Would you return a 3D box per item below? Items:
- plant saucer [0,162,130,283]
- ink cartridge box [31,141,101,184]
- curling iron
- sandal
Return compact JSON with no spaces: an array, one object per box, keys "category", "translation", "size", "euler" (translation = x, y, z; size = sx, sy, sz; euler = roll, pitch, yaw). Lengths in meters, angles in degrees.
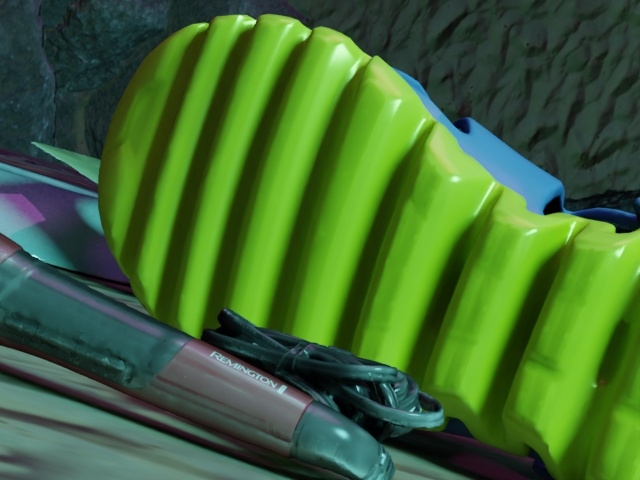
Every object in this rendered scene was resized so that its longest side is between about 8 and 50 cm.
[{"category":"plant saucer","translation":[-0.164,-0.019,0.986],"size":[0.195,0.037,0.195],"euler":[17,1,0]},{"category":"ink cartridge box","translation":[0.000,0.000,0.901],"size":[0.235,0.056,0.171],"euler":[35,9,24]},{"category":"curling iron","translation":[-0.098,0.012,0.512],"size":[0.274,0.035,0.068],"euler":[18,-3,9]},{"category":"sandal","translation":[0.061,0.021,0.646],"size":[0.317,0.126,0.138],"euler":[28,5,25]}]
